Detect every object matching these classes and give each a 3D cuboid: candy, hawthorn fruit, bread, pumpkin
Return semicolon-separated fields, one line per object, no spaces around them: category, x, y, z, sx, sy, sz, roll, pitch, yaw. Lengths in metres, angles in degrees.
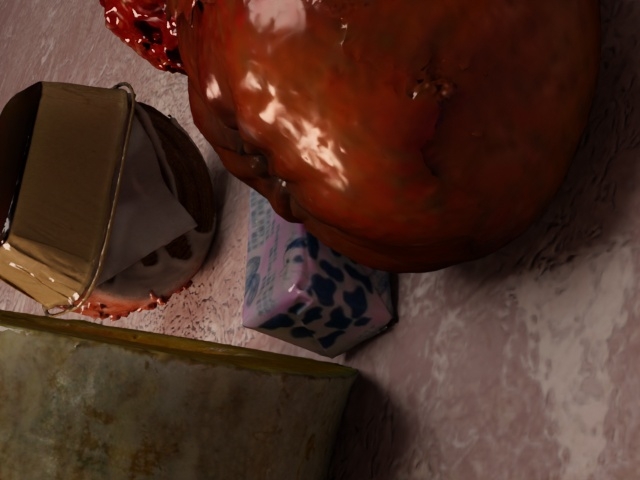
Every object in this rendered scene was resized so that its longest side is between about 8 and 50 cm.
candy;0.000;0.000;0.869;0.073;0.092;0.160;-35;41;40
hawthorn fruit;0.056;-0.144;0.732;0.307;0.276;0.276;-59;28;-11
bread;-0.206;-0.032;1.110;0.142;0.212;0.224;-17;59;48
pumpkin;-0.154;0.152;0.808;0.332;0.332;0.199;9;88;60

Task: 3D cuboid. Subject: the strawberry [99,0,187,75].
strawberry;-0.064;-0.239;1.039;0.274;0.274;0.220;-46;72;32
